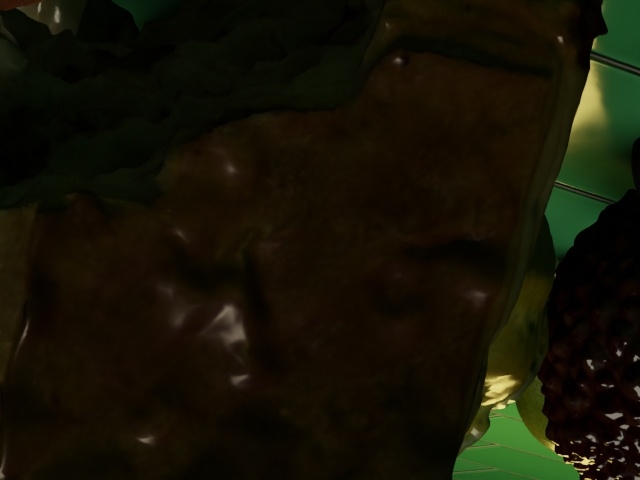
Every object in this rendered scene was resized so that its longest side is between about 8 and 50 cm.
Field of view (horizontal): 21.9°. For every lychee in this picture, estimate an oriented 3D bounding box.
[{"bbox_3d":[0.292,0.074,1.201,0.264,0.300,0.264,33,-159,-15],"label":"lychee"}]

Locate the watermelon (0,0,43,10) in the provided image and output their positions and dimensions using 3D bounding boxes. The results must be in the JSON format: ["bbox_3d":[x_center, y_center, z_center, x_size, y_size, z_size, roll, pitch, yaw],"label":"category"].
[{"bbox_3d":[-0.060,-0.193,0.702,0.128,0.159,0.303,-15,-174,-44],"label":"watermelon"}]

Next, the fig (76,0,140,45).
[{"bbox_3d":[-0.236,-0.109,1.022,0.230,0.207,0.207,-28,142,36],"label":"fig"}]

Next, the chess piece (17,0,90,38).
[{"bbox_3d":[-0.306,-0.208,0.877,0.397,0.117,0.117,16,165,-8],"label":"chess piece"}]

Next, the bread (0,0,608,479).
[{"bbox_3d":[-0.045,-0.027,0.858,0.314,0.370,0.191,8,-168,-18],"label":"bread"}]

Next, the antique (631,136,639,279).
[{"bbox_3d":[0.347,-0.020,0.907,0.255,0.185,0.322,20,160,-24],"label":"antique"}]

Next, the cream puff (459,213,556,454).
[{"bbox_3d":[0.000,0.000,1.161,0.378,0.275,0.378,14,133,16],"label":"cream puff"}]

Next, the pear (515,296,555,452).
[{"bbox_3d":[0.240,0.117,1.536,0.216,0.180,0.166,-3,-155,47],"label":"pear"}]
